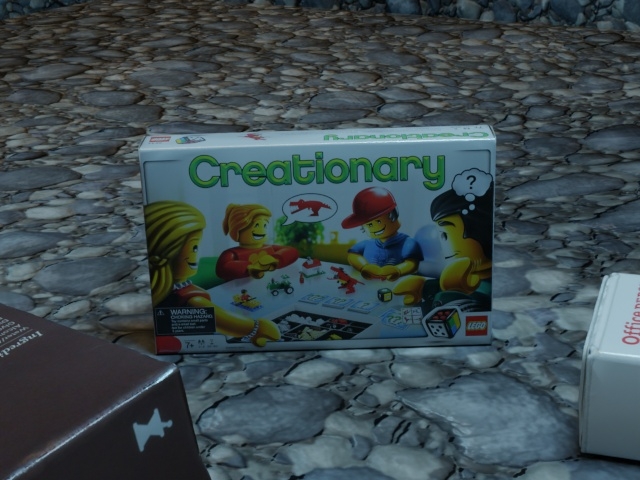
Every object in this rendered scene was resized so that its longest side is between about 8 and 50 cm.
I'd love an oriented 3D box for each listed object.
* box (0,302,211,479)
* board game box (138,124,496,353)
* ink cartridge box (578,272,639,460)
[{"bbox_3d":[-0.184,0.151,0.622,0.203,0.169,0.167,12,33,40],"label":"box"},{"bbox_3d":[0.000,0.000,1.012,0.305,0.193,0.053,-2,20,1],"label":"board game box"},{"bbox_3d":[0.312,0.100,0.858,0.217,0.092,0.158,7,23,18],"label":"ink cartridge box"}]
